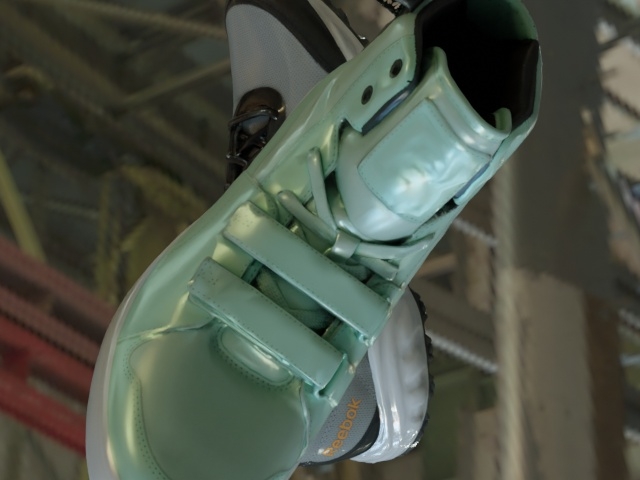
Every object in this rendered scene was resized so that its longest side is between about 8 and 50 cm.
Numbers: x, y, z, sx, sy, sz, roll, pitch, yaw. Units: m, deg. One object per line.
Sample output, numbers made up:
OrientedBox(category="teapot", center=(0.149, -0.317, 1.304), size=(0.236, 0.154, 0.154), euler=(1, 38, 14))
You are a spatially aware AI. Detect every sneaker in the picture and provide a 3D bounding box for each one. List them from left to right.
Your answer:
OrientedBox(category="sneaker", center=(-0.015, -0.010, 0.991), size=(0.108, 0.100, 0.271), euler=(-10, -91, -31))
OrientedBox(category="sneaker", center=(0.000, -0.001, 0.727), size=(0.094, 0.151, 0.256), euler=(34, -121, -9))
